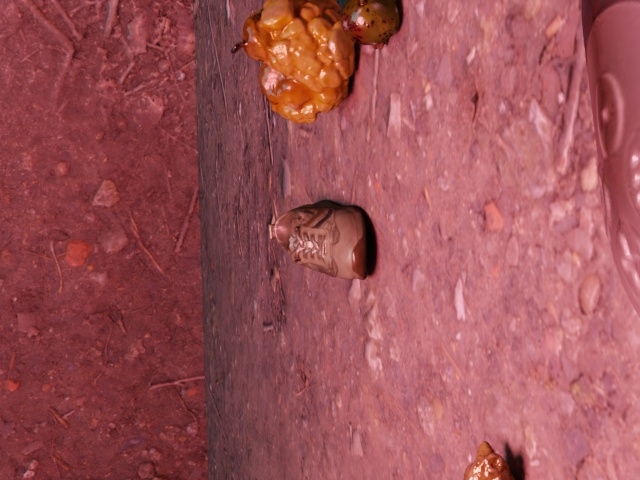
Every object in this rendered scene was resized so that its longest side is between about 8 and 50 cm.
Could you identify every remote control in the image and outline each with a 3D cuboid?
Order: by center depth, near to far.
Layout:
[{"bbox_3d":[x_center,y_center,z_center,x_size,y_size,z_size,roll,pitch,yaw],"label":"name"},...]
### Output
[{"bbox_3d":[0.218,-0.086,0.494,0.221,0.104,0.331,71,-164,-82],"label":"remote control"}]

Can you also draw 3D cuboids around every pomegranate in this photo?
[{"bbox_3d":[0.060,-0.272,1.050,0.084,0.073,0.073,113,147,-57],"label":"pomegranate"}]

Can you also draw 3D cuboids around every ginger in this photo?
[{"bbox_3d":[0.167,0.317,0.879,0.213,0.074,0.137,110,151,-42],"label":"ginger"}]

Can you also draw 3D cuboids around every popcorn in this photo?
[{"bbox_3d":[-0.019,-0.270,1.208,0.140,0.163,0.194,-86,-26,-43],"label":"popcorn"}]

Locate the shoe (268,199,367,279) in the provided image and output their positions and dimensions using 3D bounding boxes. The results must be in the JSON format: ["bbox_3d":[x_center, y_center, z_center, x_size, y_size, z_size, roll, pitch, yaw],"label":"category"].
[{"bbox_3d":[0.000,0.000,1.283,0.275,0.098,0.103,-158,60,-69],"label":"shoe"}]
